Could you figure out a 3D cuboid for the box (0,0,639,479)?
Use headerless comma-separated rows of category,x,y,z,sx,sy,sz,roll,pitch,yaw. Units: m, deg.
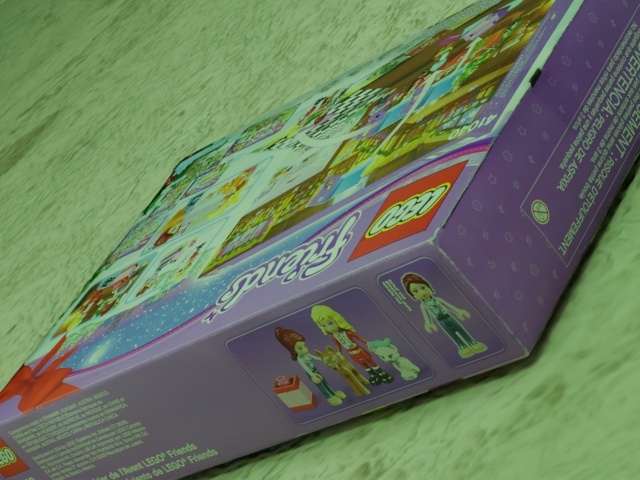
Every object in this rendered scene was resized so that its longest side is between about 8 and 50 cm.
box,0.000,0.000,0.801,0.293,0.057,0.201,-24,23,45
